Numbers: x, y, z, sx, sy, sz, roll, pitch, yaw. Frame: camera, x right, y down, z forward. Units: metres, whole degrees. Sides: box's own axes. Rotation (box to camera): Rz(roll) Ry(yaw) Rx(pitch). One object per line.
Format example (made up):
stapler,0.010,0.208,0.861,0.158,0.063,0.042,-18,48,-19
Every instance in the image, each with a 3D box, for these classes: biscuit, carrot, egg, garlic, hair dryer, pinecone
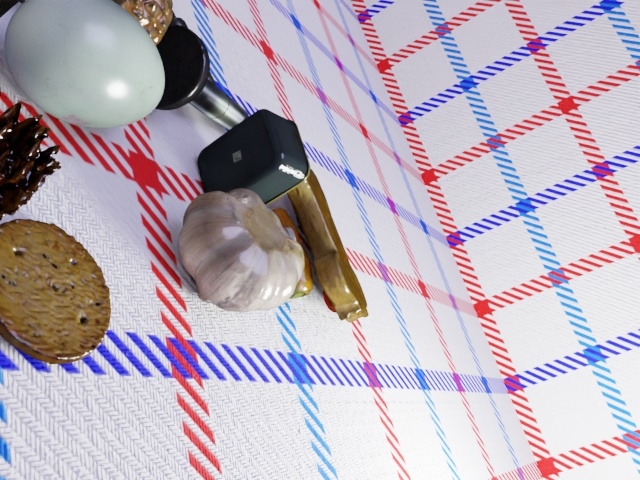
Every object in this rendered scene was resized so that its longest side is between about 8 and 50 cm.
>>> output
biscuit,0.000,0.000,1.454,0.368,0.076,0.394,31,37,-78
carrot,-0.070,0.025,1.317,0.087,0.087,0.193,23,45,-58
egg,-0.328,-0.254,0.927,0.183,0.182,0.264,67,16,11
garlic,-0.139,0.024,1.072,0.227,0.152,0.228,28,43,-29
hair dryer,-0.292,-0.350,1.290,0.284,0.156,0.320,45,7,9
biscuit,-0.329,0.060,0.773,0.188,0.027,0.188,49,24,-31
pinecone,-0.373,-0.098,0.676,0.165,0.163,0.163,55,23,-26

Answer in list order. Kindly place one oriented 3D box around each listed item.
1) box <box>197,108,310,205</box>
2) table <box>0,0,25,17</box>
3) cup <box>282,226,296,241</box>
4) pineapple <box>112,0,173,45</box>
box,-0.133,-0.145,1.219,0.090,0.201,0.145,18,50,-56
table,-0.461,-0.346,0.868,0.083,0.082,0.070,33,36,-51
cup,-0.109,0.001,1.229,0.099,0.074,0.102,-1,50,-25
pineapple,-0.403,-0.422,1.010,0.340,0.169,0.169,25,42,-47
